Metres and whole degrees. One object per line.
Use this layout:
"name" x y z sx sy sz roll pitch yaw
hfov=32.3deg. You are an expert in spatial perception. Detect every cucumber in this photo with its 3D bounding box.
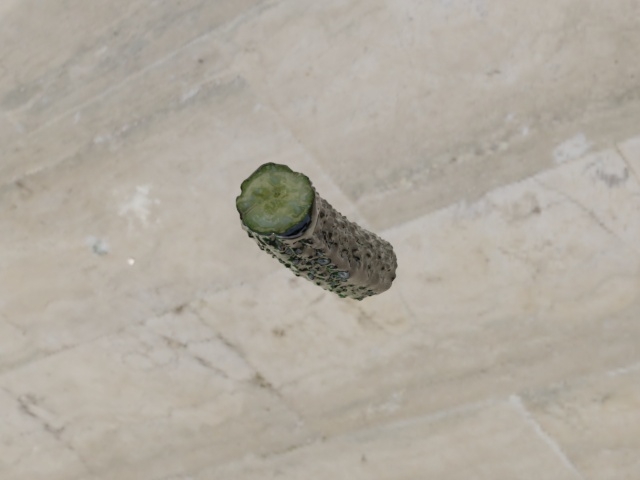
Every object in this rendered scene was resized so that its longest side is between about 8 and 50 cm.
"cucumber" 0.000 0.001 0.731 0.058 0.058 0.187 -3 165 21
